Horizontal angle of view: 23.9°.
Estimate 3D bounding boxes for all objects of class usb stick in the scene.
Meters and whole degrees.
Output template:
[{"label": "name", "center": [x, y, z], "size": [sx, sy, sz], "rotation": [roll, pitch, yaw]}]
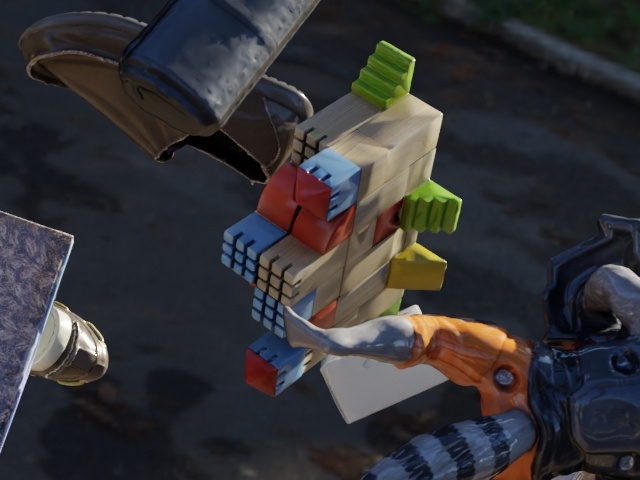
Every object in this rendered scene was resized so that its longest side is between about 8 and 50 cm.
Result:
[{"label": "usb stick", "center": [-0.032, -0.175, 0.979], "size": [0.077, 0.045, 0.278], "rotation": [33, 58, 3]}]

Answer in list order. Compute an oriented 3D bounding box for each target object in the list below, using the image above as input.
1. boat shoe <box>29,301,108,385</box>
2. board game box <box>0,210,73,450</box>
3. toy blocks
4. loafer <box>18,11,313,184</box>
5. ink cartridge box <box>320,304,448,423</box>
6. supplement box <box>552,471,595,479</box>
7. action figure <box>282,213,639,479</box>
[{"label": "boat shoe", "center": [-0.392, 0.127, 2.061], "size": [0.096, 0.117, 0.324], "rotation": [32, -11, -32]}, {"label": "board game box", "center": [-0.340, 0.107, 1.410], "size": [0.141, 0.232, 0.291], "rotation": [19, -15, -8]}, {"label": "toy blocks", "center": [0.000, 0.000, 1.703], "size": [0.190, 0.381, 0.261], "rotation": [34, 47, 25]}, {"label": "loafer", "center": [-0.189, -0.166, 1.815], "size": [0.365, 0.130, 0.134], "rotation": [17, -19, -10]}, {"label": "ink cartridge box", "center": [0.088, 0.172, 2.137], "size": [0.160, 0.093, 0.219], "rotation": [-24, 3, 3]}, {"label": "supplement box", "center": [0.302, 0.187, 1.626], "size": [0.073, 0.130, 0.239], "rotation": [35, 12, 22]}, {"label": "action figure", "center": [0.163, 0.160, 0.962], "size": [0.330, 0.341, 0.178], "rotation": [-10, -1, -8]}]
